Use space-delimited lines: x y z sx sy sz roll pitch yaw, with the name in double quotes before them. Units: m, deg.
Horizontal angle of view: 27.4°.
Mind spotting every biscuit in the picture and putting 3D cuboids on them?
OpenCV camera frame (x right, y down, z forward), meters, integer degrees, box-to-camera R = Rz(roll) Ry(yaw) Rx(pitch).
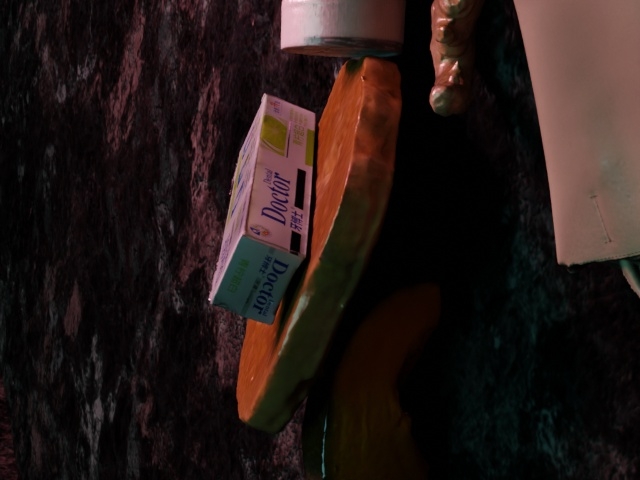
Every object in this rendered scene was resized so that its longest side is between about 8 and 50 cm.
"biscuit" 0.002 0.001 1.285 0.385 0.062 0.365 -85 16 -59

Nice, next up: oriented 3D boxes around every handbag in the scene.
"handbag" 0.230 -0.067 0.917 0.241 0.109 0.315 -13 82 64

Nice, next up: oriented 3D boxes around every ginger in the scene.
"ginger" 0.135 -0.240 1.120 0.149 0.065 0.258 -90 13 -65

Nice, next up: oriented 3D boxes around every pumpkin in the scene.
"pumpkin" 0.029 0.197 1.273 0.169 0.148 0.312 -10 76 59

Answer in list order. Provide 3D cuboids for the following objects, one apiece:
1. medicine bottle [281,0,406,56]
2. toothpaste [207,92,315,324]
"medicine bottle" 0.026 -0.312 1.277 0.143 0.143 0.258 6 96 63
"toothpaste" -0.052 -0.040 1.284 0.336 0.067 0.081 -88 20 -62
